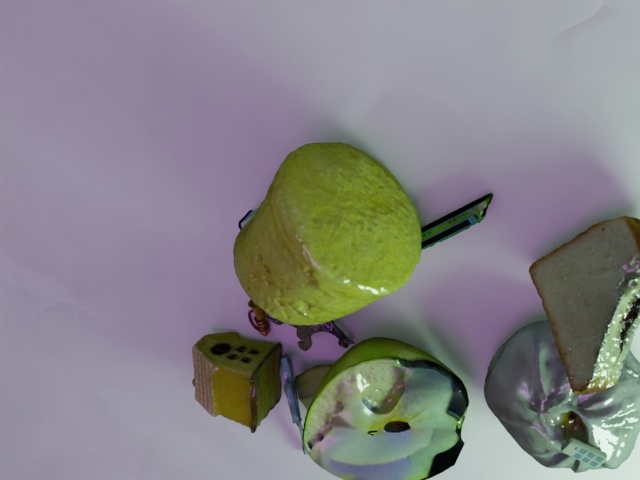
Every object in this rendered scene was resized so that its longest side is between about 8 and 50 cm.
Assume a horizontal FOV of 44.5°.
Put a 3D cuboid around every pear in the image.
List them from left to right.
[{"bbox_3d":[0.149,0.374,1.813,0.398,0.165,0.399,0,123,-1],"label":"pear"}]

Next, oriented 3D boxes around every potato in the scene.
[{"bbox_3d":[0.020,0.372,1.978,0.149,0.081,0.120,-13,149,6],"label":"potato"}]

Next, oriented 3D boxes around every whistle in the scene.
[{"bbox_3d":[-0.159,0.196,1.965,0.057,0.046,0.109,1,124,9],"label":"whistle"}]

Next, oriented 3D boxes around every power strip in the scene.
[{"bbox_3d":[0.521,0.420,1.547,0.090,0.016,0.040,25,131,-1],"label":"power strip"}]

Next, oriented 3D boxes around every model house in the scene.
[{"bbox_3d":[-0.233,0.354,2.006,0.234,0.175,0.194,10,121,17],"label":"model house"}]

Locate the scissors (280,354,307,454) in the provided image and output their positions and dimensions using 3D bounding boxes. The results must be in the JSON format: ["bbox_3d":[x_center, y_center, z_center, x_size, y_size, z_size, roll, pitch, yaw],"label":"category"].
[{"bbox_3d":[-0.064,0.454,2.022,0.029,0.191,0.360,-11,132,-4],"label":"scissors"}]

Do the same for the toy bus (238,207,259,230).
[{"bbox_3d":[-0.100,0.009,1.805,0.089,0.087,0.194,-27,104,30],"label":"toy bus"}]

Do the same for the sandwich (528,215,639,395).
[{"bbox_3d":[0.537,0.115,1.460,0.254,0.099,0.289,-33,57,37],"label":"sandwich"}]

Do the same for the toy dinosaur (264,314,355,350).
[{"bbox_3d":[-0.043,0.187,1.857,0.294,0.077,0.162,20,147,13],"label":"toy dinosaur"}]

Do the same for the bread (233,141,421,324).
[{"bbox_3d":[0.000,0.000,1.600,0.348,0.348,0.307,47,131,-5],"label":"bread"}]

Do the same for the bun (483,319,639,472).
[{"bbox_3d":[0.505,0.335,1.631,0.354,0.194,0.355,10,120,19],"label":"bun"}]

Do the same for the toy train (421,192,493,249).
[{"bbox_3d":[0.278,-0.033,1.623,0.209,0.044,0.042,-28,102,35],"label":"toy train"}]
